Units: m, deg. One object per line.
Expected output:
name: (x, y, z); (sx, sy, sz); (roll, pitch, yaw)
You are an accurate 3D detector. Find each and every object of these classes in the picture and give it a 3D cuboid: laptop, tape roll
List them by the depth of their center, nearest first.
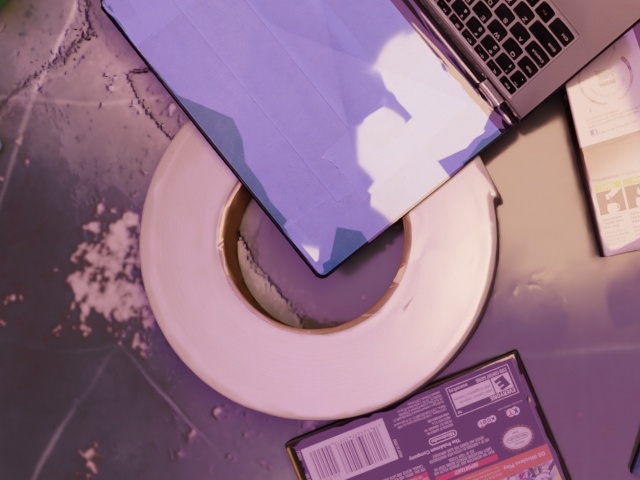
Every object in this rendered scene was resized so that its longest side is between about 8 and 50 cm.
laptop: (0.036, -0.234, 1.288); (0.236, 0.408, 0.382); (-38, 88, -30)
tape roll: (0.000, 0.000, 1.441); (0.392, 0.072, 0.392); (-1, 83, 10)

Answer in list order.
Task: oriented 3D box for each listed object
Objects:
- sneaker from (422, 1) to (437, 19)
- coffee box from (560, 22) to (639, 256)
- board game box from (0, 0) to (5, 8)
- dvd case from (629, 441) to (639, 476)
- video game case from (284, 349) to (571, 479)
sneaker: (0.103, -0.283, 1.430); (0.281, 0.105, 0.115); (36, 101, 11)
coffee box: (0.308, -0.112, 1.376); (0.098, 0.141, 0.246); (-13, 88, 9)
board game box: (-0.460, -0.404, 1.520); (0.317, 0.046, 0.213); (24, 74, 9)
dvd case: (0.466, 0.203, 1.369); (0.253, 0.022, 0.180); (20, 106, 16)
video game case: (0.132, 0.284, 1.450); (0.275, 0.035, 0.248); (-23, 85, 7)
